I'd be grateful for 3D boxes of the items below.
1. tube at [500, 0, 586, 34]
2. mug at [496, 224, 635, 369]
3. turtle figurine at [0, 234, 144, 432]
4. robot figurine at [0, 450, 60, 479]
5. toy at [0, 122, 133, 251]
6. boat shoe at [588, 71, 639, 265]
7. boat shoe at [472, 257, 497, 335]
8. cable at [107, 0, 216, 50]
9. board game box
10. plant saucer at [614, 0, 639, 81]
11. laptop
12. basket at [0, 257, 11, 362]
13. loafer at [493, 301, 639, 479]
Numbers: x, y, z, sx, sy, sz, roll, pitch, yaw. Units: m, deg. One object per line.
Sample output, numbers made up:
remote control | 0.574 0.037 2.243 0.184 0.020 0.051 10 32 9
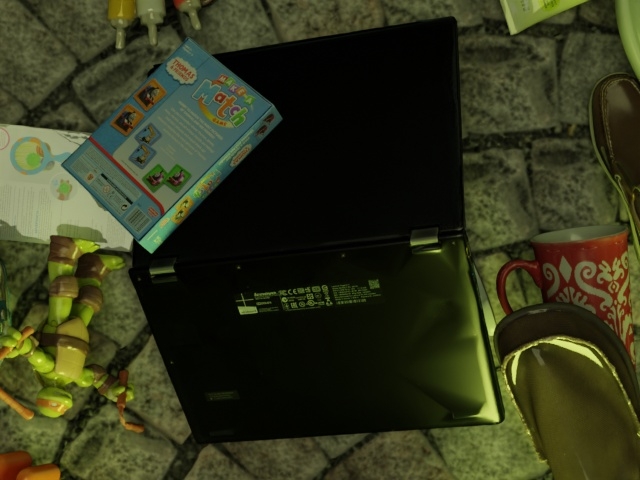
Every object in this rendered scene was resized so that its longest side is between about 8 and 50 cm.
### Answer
tube | 0.323 -0.320 1.387 0.240 0.062 0.070 -17 53 5
mug | 0.295 0.075 1.391 0.150 0.113 0.169 -5 98 30
turtle figurine | -0.287 0.116 1.380 0.087 0.269 0.217 -3 68 33
robot figurine | -0.380 0.362 1.407 0.158 0.128 0.219 16 92 -20
toy | -0.336 -0.066 1.420 0.237 0.056 0.137 6 93 -4
boat shoe | 0.386 -0.075 1.375 0.095 0.095 0.257 -22 92 3
boat shoe | 0.171 0.050 1.415 0.040 0.049 0.142 -22 85 8
cable | -0.204 -0.369 1.394 0.139 0.072 0.287 -14 92 -3
board game box | -0.170 -0.111 1.347 0.211 0.039 0.160 -46 59 -4
plant saucer | 0.531 -0.290 1.322 0.400 0.100 0.400 -1 98 -8
laptop | 0.000 0.000 1.387 0.382 0.236 0.408 -6 121 17
basket | -0.474 0.090 1.314 0.254 0.289 0.201 -4 97 -1
loafer | 0.305 0.222 1.306 0.134 0.130 0.366 -25 117 20
